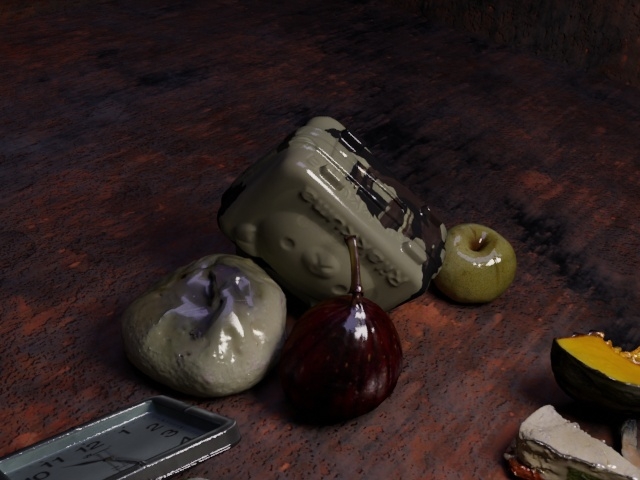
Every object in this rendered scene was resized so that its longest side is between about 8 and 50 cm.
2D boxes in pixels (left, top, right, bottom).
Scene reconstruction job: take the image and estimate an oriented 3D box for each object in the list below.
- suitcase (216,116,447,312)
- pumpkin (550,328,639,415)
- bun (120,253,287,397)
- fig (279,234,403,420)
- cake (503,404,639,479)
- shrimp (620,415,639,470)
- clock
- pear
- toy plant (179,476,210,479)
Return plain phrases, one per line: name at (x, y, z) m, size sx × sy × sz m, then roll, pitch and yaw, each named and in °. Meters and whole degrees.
suitcase at (0.000, 0.000, 1.352) m, size 0.351 × 0.339 × 0.194 m, roll 43°, pitch 46°, yaw -17°
pumpkin at (0.509, 0.232, 1.254) m, size 0.312 × 0.148 × 0.169 m, roll -6°, pitch 31°, yaw -28°
bun at (-0.180, 0.123, 1.278) m, size 0.272 × 0.168 × 0.273 m, roll 0°, pitch 39°, yaw 0°
fig at (0.043, 0.153, 1.198) m, size 0.186 × 0.249 × 0.203 m, roll 36°, pitch 44°, yaw 17°
cake at (0.364, 0.334, 1.134) m, size 0.116 × 0.086 × 0.220 m, roll -16°, pitch 40°, yaw -32°
shrimp at (0.546, 0.322, 1.229) m, size 0.152 × 0.046 × 0.219 m, roll 33°, pitch 41°, yaw 29°
clock at (-0.272, 0.283, 1.020) m, size 0.273 × 0.049 × 0.279 m, roll -18°, pitch 8°, yaw -33°
pear at (0.290, 0.046, 1.516) m, size 0.167 × 0.137 × 0.167 m, roll 5°, pitch 37°, yaw -4°
toy plant at (-0.174, 0.375, 0.910) m, size 0.235 × 0.175 × 0.218 m, roll 14°, pitch 28°, yaw -46°
